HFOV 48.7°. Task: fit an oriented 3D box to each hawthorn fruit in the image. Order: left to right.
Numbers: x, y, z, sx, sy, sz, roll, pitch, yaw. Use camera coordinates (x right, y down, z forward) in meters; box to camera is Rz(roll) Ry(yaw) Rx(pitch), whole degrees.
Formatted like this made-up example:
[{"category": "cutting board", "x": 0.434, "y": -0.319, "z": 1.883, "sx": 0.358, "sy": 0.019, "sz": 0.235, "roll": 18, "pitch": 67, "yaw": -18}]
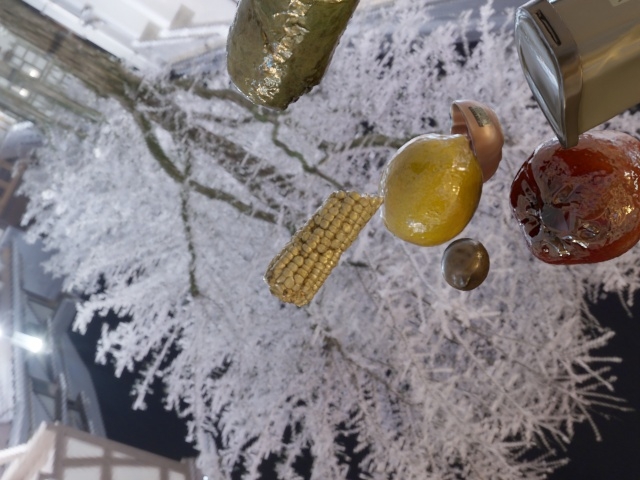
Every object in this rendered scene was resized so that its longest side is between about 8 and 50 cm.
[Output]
[{"category": "hawthorn fruit", "x": 0.529, "y": -0.091, "z": 1.430, "sx": 0.295, "sy": 0.295, "sz": 0.311, "roll": -40, "pitch": 179, "yaw": 35}]

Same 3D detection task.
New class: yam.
[{"category": "yam", "x": -0.055, "y": -0.384, "z": 1.247, "sx": 0.300, "sy": 0.195, "sz": 0.195, "roll": 123, "pitch": -21, "yaw": -51}]

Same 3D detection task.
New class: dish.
[{"category": "dish", "x": 0.380, "y": -0.242, "z": 1.693, "sx": 0.091, "sy": 0.213, "sz": 0.213, "roll": -16, "pitch": -144, "yaw": -1}]

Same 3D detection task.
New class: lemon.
[{"category": "lemon", "x": 0.243, "y": -0.109, "z": 1.581, "sx": 0.236, "sy": 0.236, "sz": 0.263, "roll": -122, "pitch": -157, "yaw": -59}]

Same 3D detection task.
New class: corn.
[{"category": "corn", "x": 0.000, "y": 0.000, "z": 1.031, "sx": 0.210, "sy": 0.087, "sz": 0.087, "roll": -55, "pitch": -152, "yaw": 0}]

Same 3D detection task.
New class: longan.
[{"category": "longan", "x": 0.277, "y": 0.047, "z": 1.349, "sx": 0.113, "sy": 0.092, "sz": 0.113, "roll": -166, "pitch": -90, "yaw": -86}]

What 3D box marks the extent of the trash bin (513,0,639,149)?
[{"category": "trash bin", "x": 0.475, "y": -0.315, "z": 1.163, "sx": 0.250, "sy": 0.219, "sz": 0.219, "roll": -24, "pitch": -124, "yaw": 13}]
